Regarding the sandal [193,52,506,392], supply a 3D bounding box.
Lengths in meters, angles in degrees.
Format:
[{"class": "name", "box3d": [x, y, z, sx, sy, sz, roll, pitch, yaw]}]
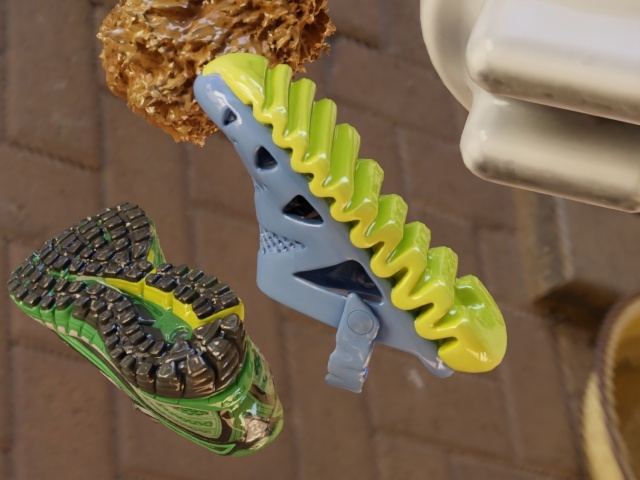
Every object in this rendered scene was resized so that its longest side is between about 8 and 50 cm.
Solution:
[{"class": "sandal", "box3d": [0.000, 0.000, 1.288, 0.317, 0.138, 0.126, 53, 21, -7]}]

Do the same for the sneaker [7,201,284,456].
[{"class": "sneaker", "box3d": [-0.151, 0.080, 1.408, 0.134, 0.343, 0.146, -35, 126, -13]}]

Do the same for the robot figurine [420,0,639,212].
[{"class": "robot figurine", "box3d": [0.180, -0.183, 0.983, 0.200, 0.300, 0.353, 15, 55, 9]}]

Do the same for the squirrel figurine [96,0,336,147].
[{"class": "squirrel figurine", "box3d": [-0.034, -0.261, 1.510, 0.281, 0.370, 0.397, 30, 73, -37]}]
